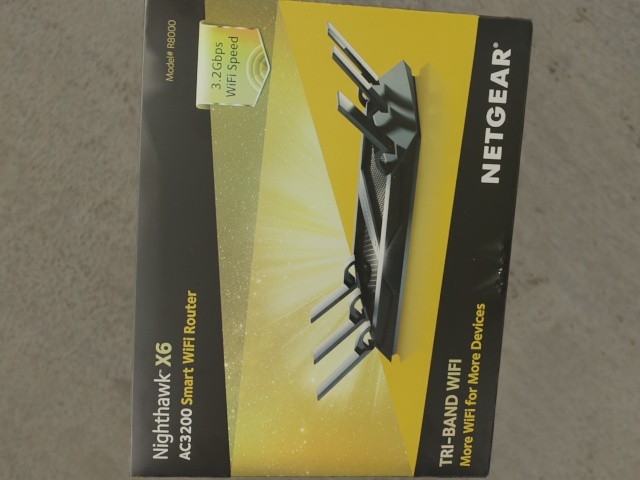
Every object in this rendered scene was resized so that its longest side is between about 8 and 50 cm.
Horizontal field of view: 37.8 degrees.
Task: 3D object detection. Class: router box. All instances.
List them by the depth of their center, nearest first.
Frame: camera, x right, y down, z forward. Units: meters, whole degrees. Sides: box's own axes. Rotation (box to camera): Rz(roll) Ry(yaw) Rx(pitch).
[{"bbox_3d":[0.000,0.000,0.623,0.243,0.081,0.309,2,99,-9],"label":"router box"}]
